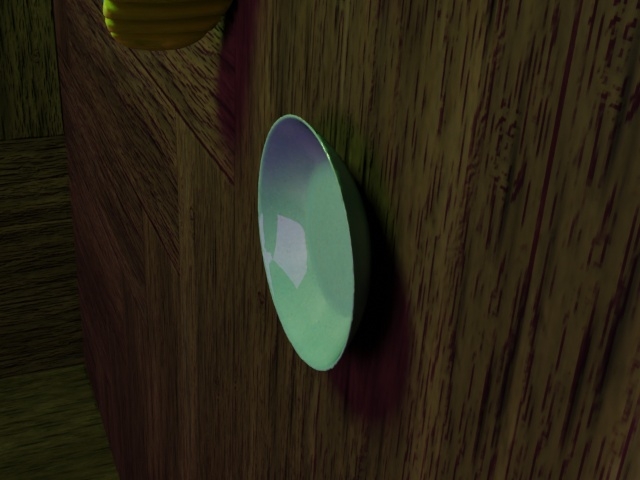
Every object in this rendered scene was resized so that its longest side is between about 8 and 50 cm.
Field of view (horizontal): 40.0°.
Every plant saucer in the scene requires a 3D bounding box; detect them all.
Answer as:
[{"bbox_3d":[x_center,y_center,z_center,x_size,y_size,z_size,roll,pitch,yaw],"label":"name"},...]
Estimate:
[{"bbox_3d":[0.000,0.000,0.669,0.195,0.037,0.195,171,90,-68],"label":"plant saucer"}]

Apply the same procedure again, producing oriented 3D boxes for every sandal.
[{"bbox_3d":[-0.132,-0.312,0.794,0.317,0.126,0.138,118,143,-44],"label":"sandal"}]
